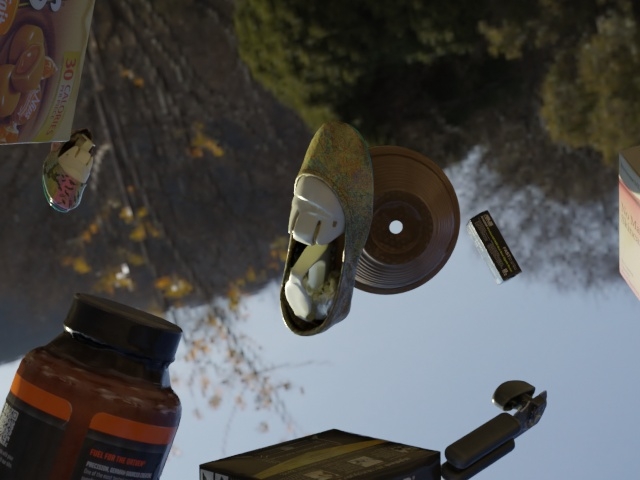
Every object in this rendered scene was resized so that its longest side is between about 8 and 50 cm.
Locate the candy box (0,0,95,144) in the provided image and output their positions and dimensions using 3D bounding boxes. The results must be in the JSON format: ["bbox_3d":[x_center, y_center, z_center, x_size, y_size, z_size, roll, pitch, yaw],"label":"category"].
[{"bbox_3d":[-0.312,-0.255,1.220,0.087,0.317,0.183,23,-161,30],"label":"candy box"}]

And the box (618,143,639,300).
[{"bbox_3d":[0.513,-0.017,1.772,0.126,0.232,0.149,-16,-142,-6],"label":"box"}]

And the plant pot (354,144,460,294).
[{"bbox_3d":[0.108,-0.028,1.925,0.237,0.237,0.110,-15,-172,-4],"label":"plant pot"}]

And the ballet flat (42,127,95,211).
[{"bbox_3d":[-0.397,-0.127,1.990,0.079,0.077,0.221,-41,-155,15],"label":"ballet flat"}]

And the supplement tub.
[{"bbox_3d":[-0.148,0.135,0.746,0.106,0.198,0.106,20,179,0],"label":"supplement tub"}]

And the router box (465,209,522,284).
[{"bbox_3d":[0.295,0.014,2.122,0.038,0.122,0.092,-29,172,-2],"label":"router box"}]

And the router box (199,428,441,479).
[{"bbox_3d":[0.002,0.378,1.948,0.242,0.081,0.308,4,-173,45],"label":"router box"}]

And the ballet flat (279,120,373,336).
[{"bbox_3d":[0.000,0.000,1.728,0.123,0.349,0.123,4,-140,-3],"label":"ballet flat"}]

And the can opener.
[{"bbox_3d":[0.282,0.312,2.067,0.095,0.076,0.283,34,-143,32],"label":"can opener"}]
